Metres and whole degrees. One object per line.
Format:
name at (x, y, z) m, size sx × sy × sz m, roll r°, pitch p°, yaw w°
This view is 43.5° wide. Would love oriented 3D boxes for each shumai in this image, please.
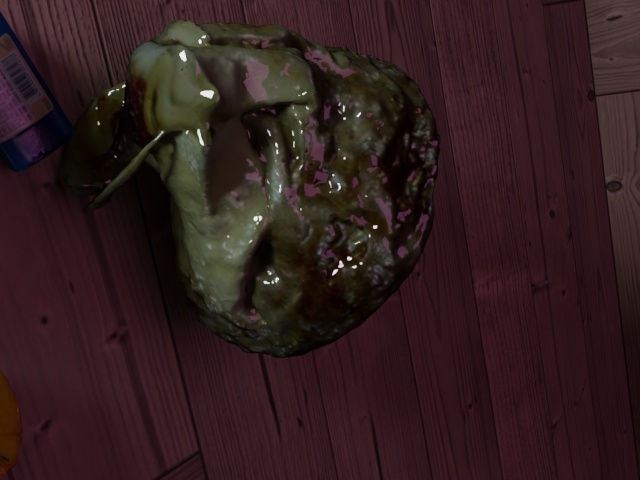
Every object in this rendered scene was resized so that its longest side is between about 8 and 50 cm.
shumai at (-0.081, -0.097, 0.896) m, size 0.348 × 0.395 × 0.395 m, roll 35°, pitch 64°, yaw -46°

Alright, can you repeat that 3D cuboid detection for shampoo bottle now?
shampoo bottle at (-0.334, -0.167, 0.826) m, size 0.087 × 0.050 × 0.183 m, roll -48°, pitch 125°, yaw -35°

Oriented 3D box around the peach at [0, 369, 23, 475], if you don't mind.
peach at (-0.354, 0.167, 0.754) m, size 0.151 × 0.118 × 0.151 m, roll 14°, pitch 60°, yaw -26°
